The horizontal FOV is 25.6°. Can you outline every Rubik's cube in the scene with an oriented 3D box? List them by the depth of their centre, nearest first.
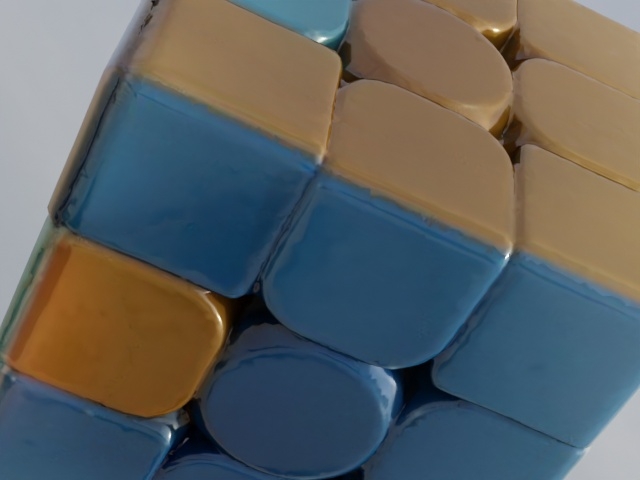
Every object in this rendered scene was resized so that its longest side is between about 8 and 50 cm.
[{"bbox_3d":[0.000,0.000,0.801,0.292,0.291,0.290,23,-53,-9],"label":"Rubik's cube"}]
